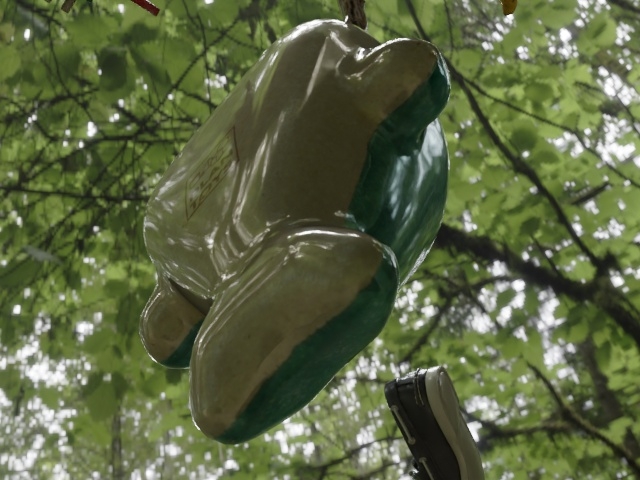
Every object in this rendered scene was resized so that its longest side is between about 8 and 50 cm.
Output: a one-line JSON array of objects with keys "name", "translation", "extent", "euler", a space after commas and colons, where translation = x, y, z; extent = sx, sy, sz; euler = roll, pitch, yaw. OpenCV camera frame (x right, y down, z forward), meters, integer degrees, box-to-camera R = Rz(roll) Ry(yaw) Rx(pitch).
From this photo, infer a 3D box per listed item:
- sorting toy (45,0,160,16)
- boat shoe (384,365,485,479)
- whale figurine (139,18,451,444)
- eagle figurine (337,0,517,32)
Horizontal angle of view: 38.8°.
[{"name": "sorting toy", "translation": [-0.249, -0.240, 0.748], "extent": [0.046, 0.132, 0.274], "euler": [-57, -21, 8]}, {"name": "boat shoe", "translation": [0.120, 0.218, 0.924], "extent": [0.065, 0.075, 0.206], "euler": [-11, -66, 21]}, {"name": "whale figurine", "translation": [0.000, 0.000, 0.456], "extent": [0.141, 0.272, 0.216], "euler": [37, -73, -20]}, {"name": "eagle figurine", "translation": [0.138, -0.276, 0.695], "extent": [0.298, 0.226, 0.225], "euler": [-26, -20, 13]}]
